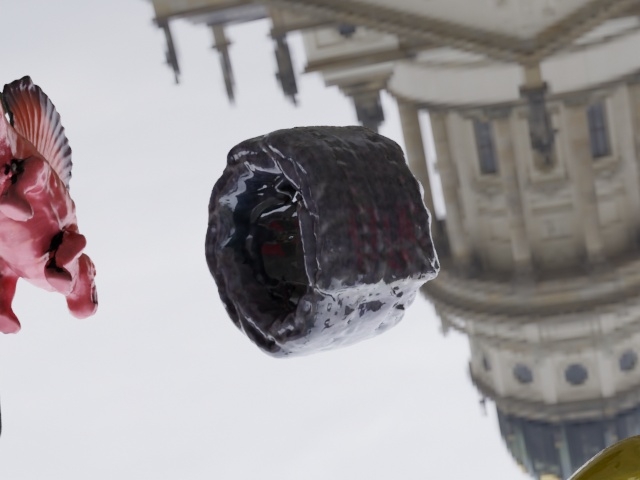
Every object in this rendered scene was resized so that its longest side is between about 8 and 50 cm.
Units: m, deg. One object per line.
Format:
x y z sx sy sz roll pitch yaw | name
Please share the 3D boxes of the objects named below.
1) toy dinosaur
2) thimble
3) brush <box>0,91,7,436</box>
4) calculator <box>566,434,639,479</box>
-0.183 -0.061 0.860 0.070 0.286 0.139 -2 -132 15 | toy dinosaur
-0.001 -0.002 0.934 0.098 0.150 0.150 -6 -166 -39 | thimble
-0.227 0.007 0.930 0.062 0.266 0.027 6 152 -35 | brush
0.199 0.200 0.857 0.235 0.146 0.032 -51 175 26 | calculator
